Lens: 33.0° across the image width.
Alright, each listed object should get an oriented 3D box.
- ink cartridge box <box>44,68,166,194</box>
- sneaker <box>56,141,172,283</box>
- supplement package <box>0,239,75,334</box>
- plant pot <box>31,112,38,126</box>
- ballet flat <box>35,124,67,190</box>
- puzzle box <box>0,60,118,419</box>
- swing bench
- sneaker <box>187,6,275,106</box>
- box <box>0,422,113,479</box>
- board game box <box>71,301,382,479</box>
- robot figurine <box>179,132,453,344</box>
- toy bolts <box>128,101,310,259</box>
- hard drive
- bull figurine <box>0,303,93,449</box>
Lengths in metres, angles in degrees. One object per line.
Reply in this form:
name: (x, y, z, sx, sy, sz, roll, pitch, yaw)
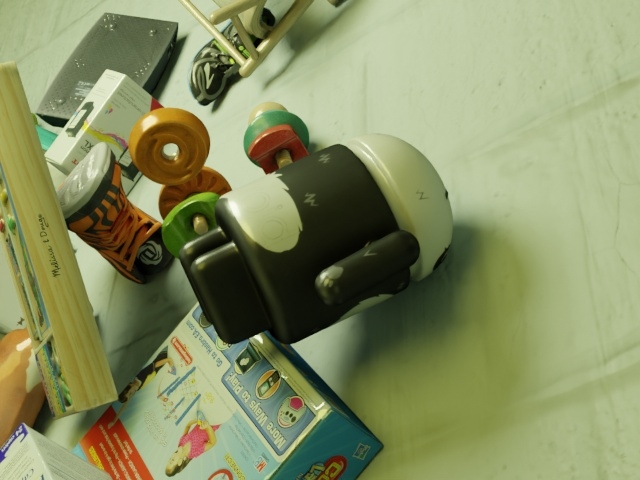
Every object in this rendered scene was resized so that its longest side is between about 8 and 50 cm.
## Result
ink cartridge box: (-0.328, -0.160, 1.705, 0.072, 0.127, 0.175, 23, 76, 51)
sneaker: (-0.266, -0.029, 1.454, 0.124, 0.180, 0.321, -52, 13, -6)
supplement package: (-0.569, 0.029, 1.747, 0.293, 0.177, 0.175, 4, 60, 48)
plant pot: (-0.656, -0.202, 1.995, 0.228, 0.207, 0.227, -48, 14, 1)
ballet flat: (-0.572, -0.178, 1.808, 0.139, 0.400, 0.139, -58, -1, -2)
puzzle box: (-0.349, 0.016, 1.324, 0.052, 0.408, 0.272, -16, -6, -21)
swing bench: (-0.107, -0.429, 1.596, 0.255, 0.165, 0.253, -40, 64, -4)
sneaker: (-0.138, -0.290, 1.672, 0.188, 0.067, 0.078, -53, 29, -10)
box: (-0.257, 0.268, 1.081, 0.072, 0.126, 0.137, -50, 34, -3)
board game box: (-0.126, 0.237, 1.154, 0.302, 0.086, 0.308, -50, 35, 0)
robot figurine: (0.001, 0.002, 1.115, 0.278, 0.173, 0.209, -26, 60, -12)
toy bolts: (-0.131, -0.121, 1.414, 0.229, 0.218, 0.158, -25, 32, 3)
hard drive: (-0.358, -0.283, 1.853, 0.172, 0.054, 0.254, 11, 56, 20)
bull figurine: (-0.433, 0.204, 1.508, 0.188, 0.101, 0.310, -7, 51, 49)
